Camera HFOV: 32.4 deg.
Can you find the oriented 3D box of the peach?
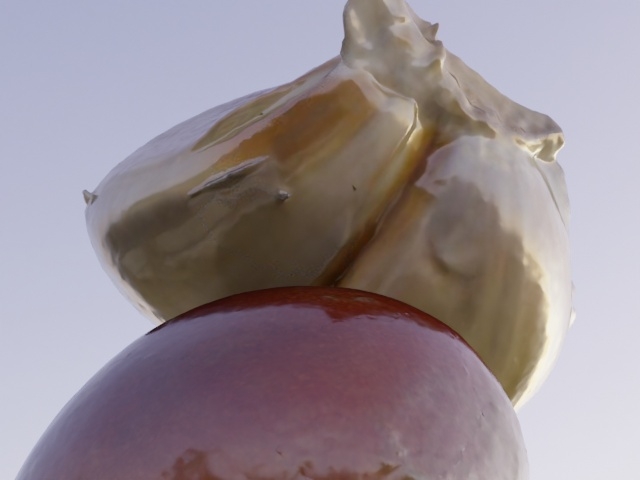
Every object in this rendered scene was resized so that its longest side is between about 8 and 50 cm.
[{"bbox_3d":[-0.021,0.146,0.498,0.253,0.252,0.252,6,-31,4],"label":"peach"}]

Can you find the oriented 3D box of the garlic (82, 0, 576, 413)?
[{"bbox_3d":[0.000,0.000,0.703,0.286,0.249,0.313,21,-33,-27],"label":"garlic"}]
